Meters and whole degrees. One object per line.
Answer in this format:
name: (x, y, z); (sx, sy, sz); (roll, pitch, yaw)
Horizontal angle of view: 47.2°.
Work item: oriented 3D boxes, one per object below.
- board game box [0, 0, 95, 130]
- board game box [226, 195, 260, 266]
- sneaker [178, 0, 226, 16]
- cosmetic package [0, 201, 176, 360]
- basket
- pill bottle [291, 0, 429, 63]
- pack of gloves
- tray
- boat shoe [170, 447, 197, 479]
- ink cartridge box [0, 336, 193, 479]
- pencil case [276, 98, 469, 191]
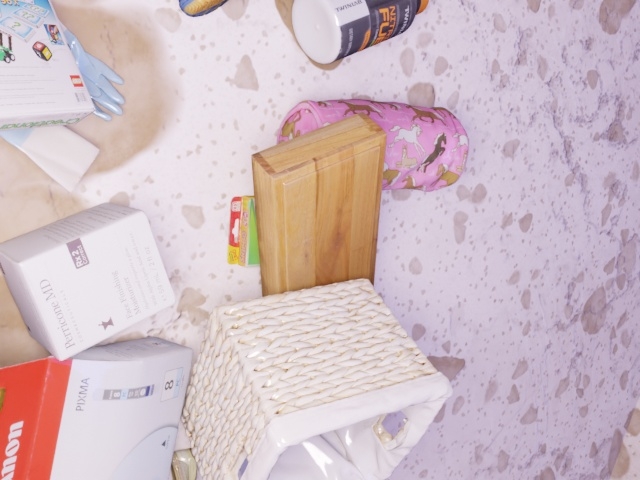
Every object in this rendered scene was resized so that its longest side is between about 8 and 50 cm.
board game box: (-0.423, -0.221, 0.847); (0.305, 0.053, 0.193); (-21, 88, -57)
board game box: (-0.052, -0.020, 1.344); (0.259, 0.039, 0.124); (-3, 102, -36)
sneaker: (-0.133, -0.467, 1.137); (0.296, 0.112, 0.131); (-48, 110, -23)
cosmetic package: (-0.337, 0.050, 1.049); (0.183, 0.151, 0.151); (-28, 113, -31)
basket: (-0.031, 0.273, 1.207); (0.331, 0.266, 0.328); (-10, 140, -34)
pill bottle: (0.080, -0.409, 1.289); (0.245, 0.130, 0.130); (-30, 118, -30)
pack of gloves: (-0.394, -0.212, 1.023); (0.232, 0.046, 0.195); (45, 57, -35)
tray: (0.000, 0.000, 1.237); (0.202, 0.076, 0.411); (-24, 141, -22)
boat shoe: (-0.246, 0.443, 1.289); (0.048, 0.056, 0.153); (-1, 100, -29)
ink cartridge box: (-0.343, 0.314, 1.052); (0.385, 0.091, 0.308); (1, 103, -68)
pencil case: (0.106, -0.167, 1.355); (0.386, 0.160, 0.167); (-7, 144, -38)
